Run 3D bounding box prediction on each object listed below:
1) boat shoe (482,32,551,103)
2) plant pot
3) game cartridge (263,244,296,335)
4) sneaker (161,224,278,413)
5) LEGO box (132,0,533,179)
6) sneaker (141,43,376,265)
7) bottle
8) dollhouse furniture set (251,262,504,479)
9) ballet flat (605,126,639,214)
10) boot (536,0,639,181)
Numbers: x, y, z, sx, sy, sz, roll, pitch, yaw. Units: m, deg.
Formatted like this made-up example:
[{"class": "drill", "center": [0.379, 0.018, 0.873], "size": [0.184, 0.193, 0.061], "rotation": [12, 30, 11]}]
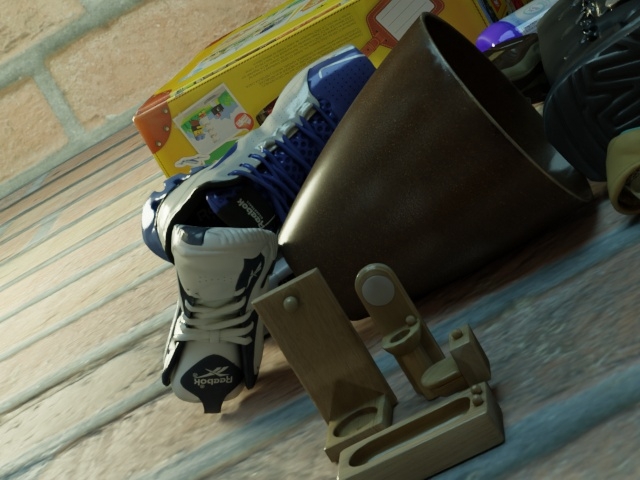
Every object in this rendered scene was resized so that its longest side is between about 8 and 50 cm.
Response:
[{"class": "boat shoe", "center": [0.181, -0.143, 1.581], "size": [0.095, 0.095, 0.257], "rotation": [-8, 18, 44]}, {"class": "plant pot", "center": [0.080, -0.042, 1.280], "size": [0.230, 0.215, 0.215], "rotation": [-42, 10, 18]}, {"class": "game cartridge", "center": [0.000, 0.000, 1.553], "size": [0.297, 0.062, 0.198], "rotation": [-35, 10, -16]}, {"class": "sneaker", "center": [-0.090, 0.074, 1.285], "size": [0.094, 0.153, 0.235], "rotation": [4, -10, -7]}, {"class": "LEGO box", "center": [0.036, -0.258, 2.072], "size": [0.500, 0.193, 0.372], "rotation": [-25, 15, 23]}, {"class": "sneaker", "center": [-0.047, -0.060, 1.537], "size": [0.315, 0.127, 0.182], "rotation": [-38, 17, 2]}, {"class": "bottle", "center": [0.326, -0.278, 1.748], "size": [0.282, 0.092, 0.118], "rotation": [-32, 13, -4]}, {"class": "dollhouse furniture set", "center": [0.035, 0.088, 1.025], "size": [0.144, 0.123, 0.151], "rotation": [-28, 14, 13]}, {"class": "ballet flat", "center": [0.319, -0.067, 1.121], "size": [0.232, 0.080, 0.073], "rotation": [-19, 46, 47]}, {"class": "boot", "center": [0.381, -0.230, 1.413], "size": [0.367, 0.146, 0.445], "rotation": [-25, 11, 17]}]
